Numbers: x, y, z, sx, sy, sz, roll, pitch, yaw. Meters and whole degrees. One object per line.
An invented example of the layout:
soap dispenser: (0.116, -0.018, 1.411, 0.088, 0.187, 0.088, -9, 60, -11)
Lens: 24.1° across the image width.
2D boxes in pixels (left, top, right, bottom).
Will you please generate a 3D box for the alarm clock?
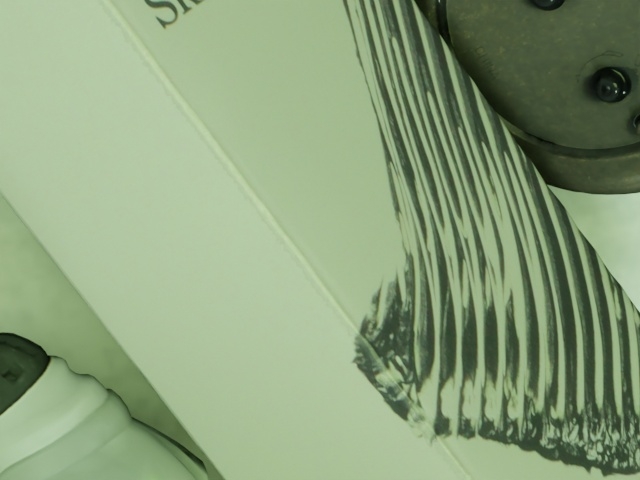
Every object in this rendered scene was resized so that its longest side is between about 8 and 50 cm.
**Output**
alarm clock: (0.105, -0.088, 0.469, 0.192, 0.064, 0.129, -29, 100, 30)

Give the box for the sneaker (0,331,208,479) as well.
sneaker: (-0.140, 0.222, 0.436, 0.147, 0.145, 0.385, 32, 87, -11)

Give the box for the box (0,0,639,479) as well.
box: (0.000, 0.000, 0.461, 0.275, 0.094, 0.113, 52, 47, -10)
